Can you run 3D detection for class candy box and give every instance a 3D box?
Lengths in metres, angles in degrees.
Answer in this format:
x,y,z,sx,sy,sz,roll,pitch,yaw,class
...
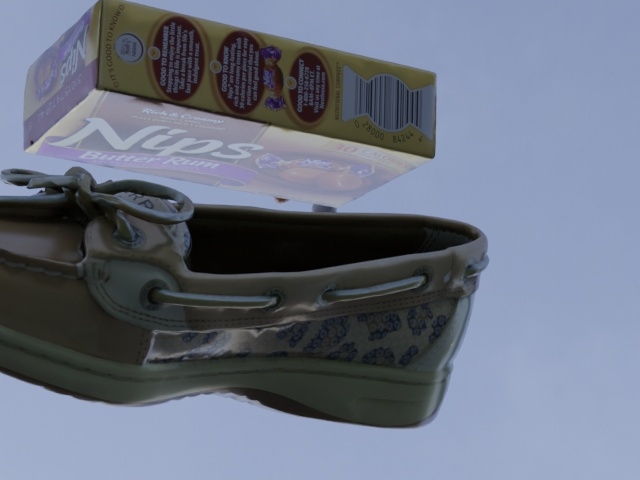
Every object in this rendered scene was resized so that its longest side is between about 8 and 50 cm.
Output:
x,y,z,sx,sy,sz,roll,pitch,yaw,class
-0.046,-0.067,0.911,0.186,0.053,0.109,9,-17,-27,candy box

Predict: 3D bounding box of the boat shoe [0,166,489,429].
x,y,z,sx,sy,sz,roll,pitch,yaw,class
-0.054,0.010,0.717,0.285,0.104,0.089,11,-71,-40,boat shoe

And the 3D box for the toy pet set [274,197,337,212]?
x,y,z,sx,sy,sz,roll,pitch,yaw,class
0.000,0.000,1.301,0.122,0.065,0.114,42,-92,14,toy pet set
